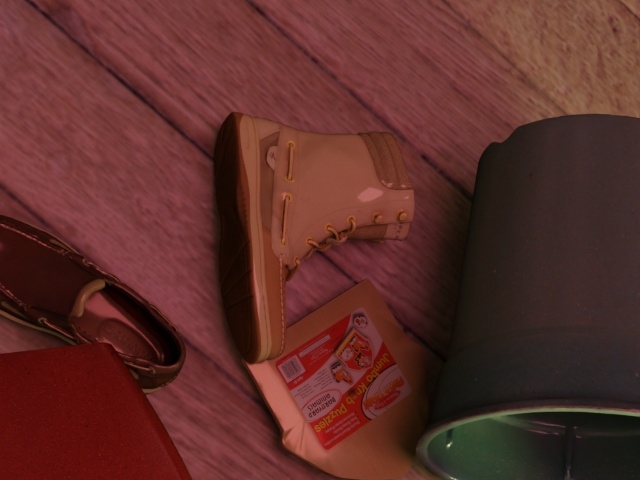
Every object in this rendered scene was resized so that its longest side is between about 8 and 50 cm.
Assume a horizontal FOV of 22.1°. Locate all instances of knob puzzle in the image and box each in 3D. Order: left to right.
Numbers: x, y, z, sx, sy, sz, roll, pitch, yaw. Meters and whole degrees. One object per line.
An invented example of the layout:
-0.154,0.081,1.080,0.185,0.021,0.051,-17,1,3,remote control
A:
0.031,0.163,1.693,0.213,0.030,0.213,6,75,-24,knob puzzle

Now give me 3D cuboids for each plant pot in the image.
-0.261,0.234,1.428,0.267,0.267,0.235,-5,68,-25,plant pot
0.277,0.072,1.680,0.341,0.341,0.334,15,64,-21,plant pot

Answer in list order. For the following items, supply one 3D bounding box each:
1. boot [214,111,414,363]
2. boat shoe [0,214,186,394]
0.000,0.000,1.679,0.203,0.095,0.262,4,66,-24,boot
-0.234,0.050,1.560,0.257,0.095,0.095,33,67,-15,boat shoe
